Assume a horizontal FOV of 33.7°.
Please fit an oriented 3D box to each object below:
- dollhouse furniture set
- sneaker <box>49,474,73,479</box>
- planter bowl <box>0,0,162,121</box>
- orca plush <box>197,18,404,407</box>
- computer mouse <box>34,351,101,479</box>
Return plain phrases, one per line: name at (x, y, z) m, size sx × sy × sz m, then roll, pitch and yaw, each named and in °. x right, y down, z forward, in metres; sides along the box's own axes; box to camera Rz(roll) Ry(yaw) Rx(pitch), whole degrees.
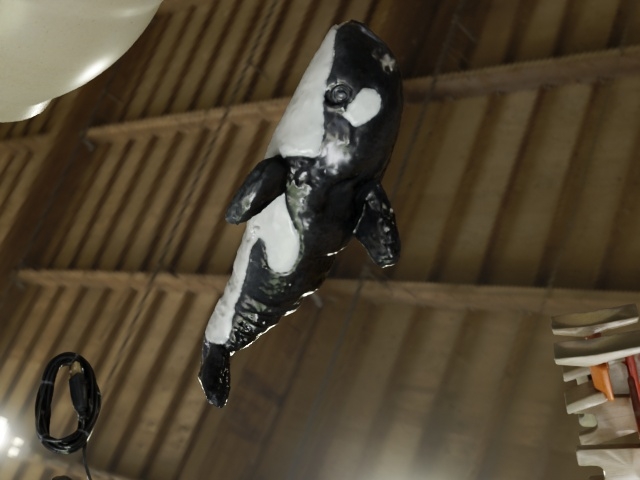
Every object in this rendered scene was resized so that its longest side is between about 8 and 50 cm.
dollhouse furniture set at (0.348, 0.192, 1.163) m, size 0.135 × 0.262 × 0.259 m, roll -12°, pitch -166°, yaw 14°
sneaker at (-0.344, 0.368, 1.182) m, size 0.106 × 0.078 × 0.234 m, roll 17°, pitch -90°, yaw 14°
planter bowl at (-0.167, -0.131, 0.541) m, size 0.109 × 0.162 × 0.162 m, roll -55°, pitch -147°, yaw 30°
orca plush at (0.000, 0.000, 0.729) m, size 0.102 × 0.151 × 0.287 m, roll 31°, pitch -77°, yaw 12°
computer mouse at (-0.166, 0.188, 0.796) m, size 0.041 × 0.071 × 0.242 m, roll 113°, pitch -41°, yaw -54°
